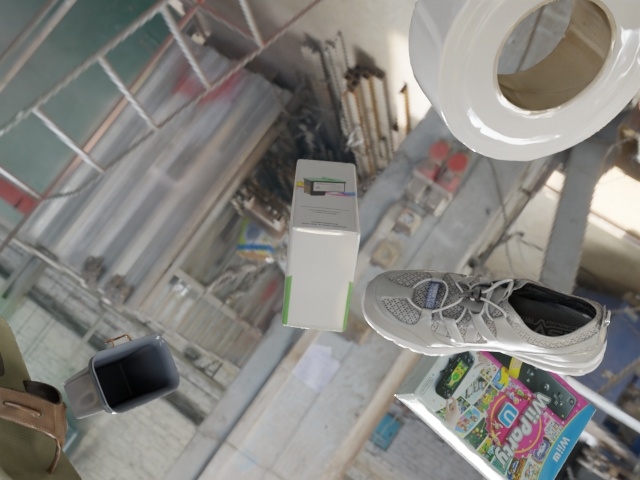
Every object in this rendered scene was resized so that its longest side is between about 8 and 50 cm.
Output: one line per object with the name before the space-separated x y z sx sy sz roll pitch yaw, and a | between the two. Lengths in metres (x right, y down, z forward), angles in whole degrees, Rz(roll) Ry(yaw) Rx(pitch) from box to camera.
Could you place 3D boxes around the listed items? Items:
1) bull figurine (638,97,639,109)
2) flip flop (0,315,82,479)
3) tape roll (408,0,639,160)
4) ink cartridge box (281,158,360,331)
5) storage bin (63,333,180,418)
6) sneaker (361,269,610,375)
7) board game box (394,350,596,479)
bull figurine | 0.626 -0.140 1.267 0.310 0.188 0.101 60 169 -22
flip flop | -0.342 0.186 0.891 0.277 0.080 0.112 59 -163 22
tape roll | 0.251 -0.236 0.902 0.286 0.286 0.100 43 -164 -40
ink cartridge box | 0.000 0.000 1.408 0.117 0.201 0.278 6 -150 -3
storage bin | -0.278 0.185 1.050 0.135 0.091 0.098 -15 -99 -58
sneaker | 0.186 0.070 0.875 0.281 0.105 0.115 8 148 8
board game box | 0.321 0.296 1.421 0.303 0.224 0.097 42 158 -5
